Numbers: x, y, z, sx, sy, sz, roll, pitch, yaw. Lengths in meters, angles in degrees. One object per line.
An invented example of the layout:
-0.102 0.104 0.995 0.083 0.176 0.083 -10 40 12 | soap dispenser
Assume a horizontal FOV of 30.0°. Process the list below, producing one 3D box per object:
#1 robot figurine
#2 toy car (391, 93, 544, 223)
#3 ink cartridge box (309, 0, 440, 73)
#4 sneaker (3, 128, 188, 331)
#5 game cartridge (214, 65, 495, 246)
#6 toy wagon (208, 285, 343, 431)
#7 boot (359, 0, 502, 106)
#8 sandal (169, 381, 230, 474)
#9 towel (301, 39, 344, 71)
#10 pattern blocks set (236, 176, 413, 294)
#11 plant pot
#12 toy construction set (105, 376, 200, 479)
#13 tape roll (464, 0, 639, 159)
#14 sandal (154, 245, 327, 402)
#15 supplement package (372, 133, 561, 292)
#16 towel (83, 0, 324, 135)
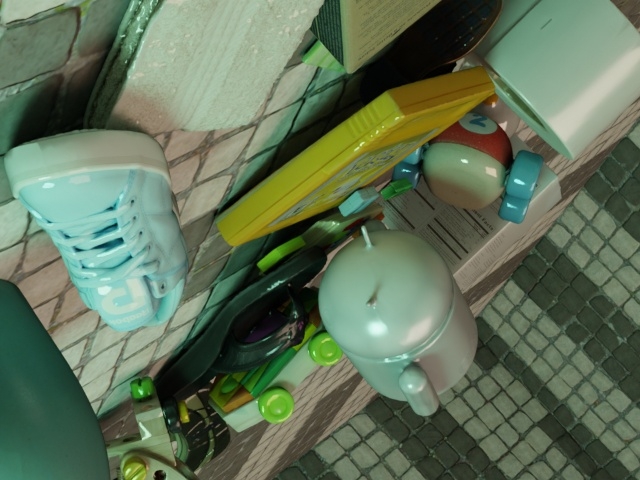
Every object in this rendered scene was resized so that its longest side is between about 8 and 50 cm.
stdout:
0.118 0.113 1.795 0.199 0.300 0.353 -22 147 8 | robot figurine
0.250 -0.183 1.863 0.210 0.219 0.238 81 28 -72 | toy car
0.086 -0.302 1.193 0.234 0.088 0.193 -41 167 -10 | ink cartridge box
-0.188 0.003 1.138 0.135 0.150 0.366 -16 166 5 | sneaker
0.054 -0.113 1.559 0.323 0.053 0.285 -33 175 36 | game cartridge
-0.046 0.164 1.984 0.344 0.068 0.267 -48 -161 -7 | toy wagon
0.148 -0.251 1.550 0.219 0.082 0.106 -37 177 19 | boot
-0.233 0.332 2.177 0.120 0.086 0.303 -29 146 -28 | sandal
0.048 -0.257 1.366 0.152 0.023 0.113 -46 163 18 | towel
0.000 0.000 1.847 0.324 0.026 0.285 -37 170 27 | pattern blocks set
-0.356 0.224 1.215 0.293 0.235 0.293 -39 165 -13 | plant pot
-0.312 0.343 1.794 0.309 0.257 0.237 -49 136 -69 | toy construction set
0.323 -0.254 1.648 0.169 0.246 0.246 -44 166 5 | tape roll
-0.104 0.155 1.856 0.167 0.107 0.446 -27 165 -47 | sandal
0.257 -0.069 2.088 0.262 0.198 0.199 -44 165 4 | supplement package
-0.085 -0.191 1.056 0.187 0.049 0.282 -11 148 -39 | towel
